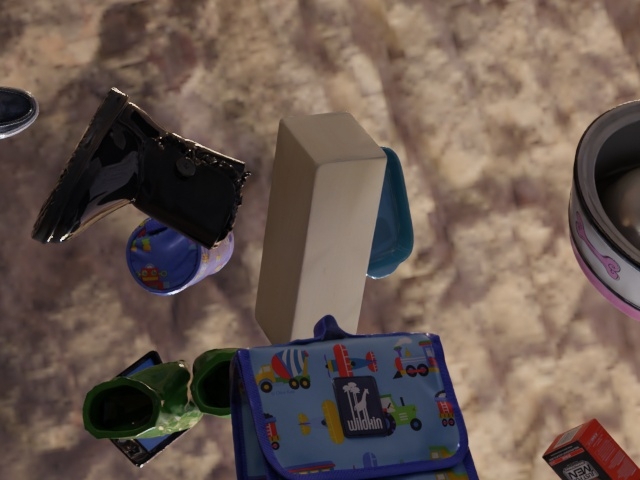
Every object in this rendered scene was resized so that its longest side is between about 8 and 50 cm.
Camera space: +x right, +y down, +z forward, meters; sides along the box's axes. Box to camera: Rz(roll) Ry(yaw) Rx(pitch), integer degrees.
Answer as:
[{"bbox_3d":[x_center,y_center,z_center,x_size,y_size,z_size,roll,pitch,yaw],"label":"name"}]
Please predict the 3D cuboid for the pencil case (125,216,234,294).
[{"bbox_3d":[-0.218,0.005,2.256,0.306,0.119,0.133,-41,-69,-82],"label":"pencil case"}]

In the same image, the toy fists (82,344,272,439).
[{"bbox_3d":[-0.155,0.187,1.787,0.142,0.279,0.096,24,-128,-70],"label":"toy fists"}]

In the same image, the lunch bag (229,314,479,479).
[{"bbox_3d":[0.033,0.217,1.380,0.138,0.221,0.293,142,120,-62],"label":"lunch bag"}]

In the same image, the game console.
[{"bbox_3d":[-0.285,0.276,2.353,0.144,0.124,0.085,-37,-28,-26],"label":"game console"}]

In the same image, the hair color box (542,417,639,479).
[{"bbox_3d":[0.323,0.273,1.608,0.141,0.072,0.043,48,-127,-1],"label":"hair color box"}]

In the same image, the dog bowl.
[{"bbox_3d":[0.573,-0.028,2.249,0.150,0.408,0.408,106,171,-49],"label":"dog bowl"}]

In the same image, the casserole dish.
[{"bbox_3d":[0.062,-0.042,1.944,0.037,0.114,0.188,21,125,64],"label":"casserole dish"}]

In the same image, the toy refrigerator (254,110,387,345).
[{"bbox_3d":[0.000,0.000,1.594,0.102,0.094,0.269,-127,36,-48],"label":"toy refrigerator"}]

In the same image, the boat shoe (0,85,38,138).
[{"bbox_3d":[-0.414,-0.159,1.716,0.183,0.083,0.065,-10,-97,-34],"label":"boat shoe"}]

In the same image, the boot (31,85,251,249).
[{"bbox_3d":[-0.199,-0.049,1.665,0.207,0.094,0.246,31,-135,-10],"label":"boot"}]
